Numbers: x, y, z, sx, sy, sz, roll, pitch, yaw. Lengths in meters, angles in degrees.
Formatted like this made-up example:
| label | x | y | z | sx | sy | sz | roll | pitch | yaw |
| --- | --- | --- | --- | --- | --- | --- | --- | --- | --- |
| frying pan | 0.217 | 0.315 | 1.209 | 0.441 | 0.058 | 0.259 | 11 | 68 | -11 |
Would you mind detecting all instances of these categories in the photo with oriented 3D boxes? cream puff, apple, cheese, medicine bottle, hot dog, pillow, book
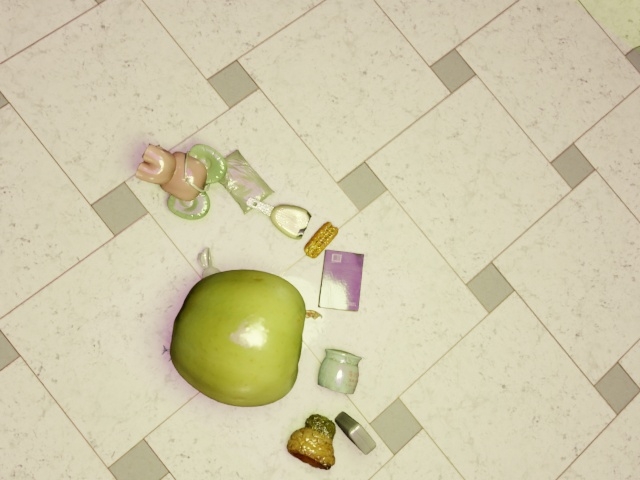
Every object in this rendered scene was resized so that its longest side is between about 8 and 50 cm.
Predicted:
| label | x | y | z | sx | sy | sz | roll | pitch | yaw |
| --- | --- | --- | --- | --- | --- | --- | --- | --- | --- |
| cream puff | -0.013 | 0.705 | 1.645 | 0.183 | 0.183 | 0.169 | 27 | 56 | -3 |
| apple | -0.259 | 0.312 | 1.511 | 0.474 | 0.473 | 0.473 | 1 | 82 | -7 |
| cheese | -0.164 | -0.102 | 1.768 | 0.251 | 0.054 | 0.127 | 25 | 80 | -9 |
| medicine bottle | 0.071 | 0.474 | 1.680 | 0.147 | 0.147 | 0.143 | 16 | 78 | -5 |
| hot dog | 0.000 | 0.000 | 1.790 | 0.071 | 0.045 | 0.165 | 42 | 78 | -2 |
| pillow | -0.307 | -0.228 | 1.783 | 0.148 | 0.050 | 0.229 | -41 | 92 | -5 |
| book | 0.082 | 0.156 | 1.789 | 0.160 | 0.024 | 0.228 | 8 | 81 | -5 |

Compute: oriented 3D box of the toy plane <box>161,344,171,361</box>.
| label | x | y | z | sx | sy | sz | roll | pitch | yaw |
| --- | --- | --- | --- | --- | --- | --- | --- | --- | --- |
| toy plane | -0.535 | 0.402 | 1.675 | 0.084 | 0.024 | 0.078 | 8 | 80 | -13 |

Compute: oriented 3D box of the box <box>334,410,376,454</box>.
| label | x | y | z | sx | sy | sz | roll | pitch | yaw |
| --- | --- | --- | --- | --- | --- | --- | --- | --- | --- |
| box | 0.117 | 0.668 | 1.608 | 0.055 | 0.243 | 0.103 | -39 | 88 | -14 |

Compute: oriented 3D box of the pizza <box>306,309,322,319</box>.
| label | x | y | z | sx | sy | sz | roll | pitch | yaw |
| --- | --- | --- | --- | --- | --- | --- | --- | --- | --- |
| pizza | -0.031 | 0.285 | 1.760 | 0.083 | 0.016 | 0.037 | 14 | 87 | -7 |

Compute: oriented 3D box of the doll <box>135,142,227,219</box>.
| label | x | y | z | sx | sy | sz | roll | pitch | yaw |
| --- | --- | --- | --- | --- | --- | --- | --- | --- | --- |
| doll | -0.502 | -0.230 | 1.674 | 0.268 | 0.216 | 0.284 | 24 | 97 | -8 |

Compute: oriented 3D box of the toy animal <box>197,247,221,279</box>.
| label | x | y | z | sx | sy | sz | roll | pitch | yaw |
| --- | --- | --- | --- | --- | --- | --- | --- | --- | --- |
| toy animal | -0.398 | 0.130 | 1.711 | 0.182 | 0.131 | 0.127 | 33 | 47 | -9 |
